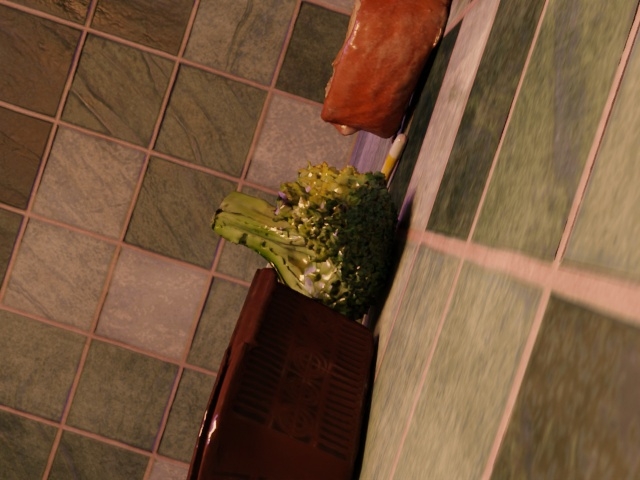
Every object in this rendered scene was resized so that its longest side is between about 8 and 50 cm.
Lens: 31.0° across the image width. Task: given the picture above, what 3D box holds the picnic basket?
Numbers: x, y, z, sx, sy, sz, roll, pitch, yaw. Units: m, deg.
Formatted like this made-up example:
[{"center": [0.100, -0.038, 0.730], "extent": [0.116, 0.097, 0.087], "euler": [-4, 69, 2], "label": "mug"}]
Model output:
[{"center": [-0.038, 0.177, 1.024], "extent": [0.297, 0.129, 0.222], "euler": [-74, 1, -61], "label": "picnic basket"}]

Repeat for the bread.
[{"center": [0.081, -0.239, 1.529], "extent": [0.190, 0.123, 0.244], "euler": [-77, 4, -51], "label": "bread"}]

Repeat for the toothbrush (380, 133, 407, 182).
[{"center": [0.064, -0.037, 1.548], "extent": [0.021, 0.024, 0.288], "euler": [-72, 1, -45], "label": "toothbrush"}]

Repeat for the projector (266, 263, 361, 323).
[{"center": [-0.026, 0.107, 1.295], "extent": [0.061, 0.115, 0.147], "euler": [30, 103, 64], "label": "projector"}]

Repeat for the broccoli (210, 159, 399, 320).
[{"center": [-0.019, 0.001, 1.169], "extent": [0.219, 0.194, 0.194], "euler": [97, -171, -70], "label": "broccoli"}]
